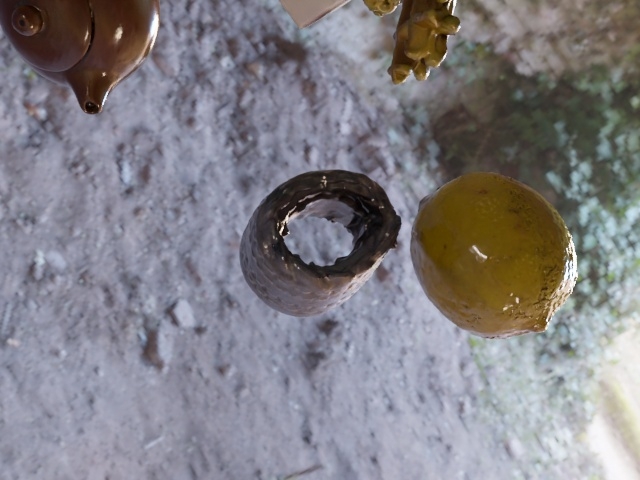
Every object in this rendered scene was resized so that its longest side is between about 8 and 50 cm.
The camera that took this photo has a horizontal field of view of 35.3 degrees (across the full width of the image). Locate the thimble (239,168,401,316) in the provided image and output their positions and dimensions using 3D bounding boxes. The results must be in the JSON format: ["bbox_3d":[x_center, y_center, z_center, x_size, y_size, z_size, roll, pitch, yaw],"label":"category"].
[{"bbox_3d":[0.000,0.000,1.543,0.236,0.172,0.205,-11,74,-22],"label":"thimble"}]

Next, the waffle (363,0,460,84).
[{"bbox_3d":[0.126,-0.333,1.145,0.069,0.260,0.293,10,36,-16],"label":"waffle"}]

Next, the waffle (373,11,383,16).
[{"bbox_3d":[0.156,-0.408,1.358,0.052,0.245,0.254,43,27,-27],"label":"waffle"}]

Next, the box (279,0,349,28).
[{"bbox_3d":[-0.016,-0.332,0.750,0.274,0.116,0.203,52,46,-15],"label":"box"}]

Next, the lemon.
[{"bbox_3d":[0.274,0.020,1.644,0.310,0.258,0.258,49,12,32],"label":"lemon"}]

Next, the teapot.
[{"bbox_3d":[-0.255,-0.246,0.969,0.252,0.178,0.135,67,29,-17],"label":"teapot"}]
